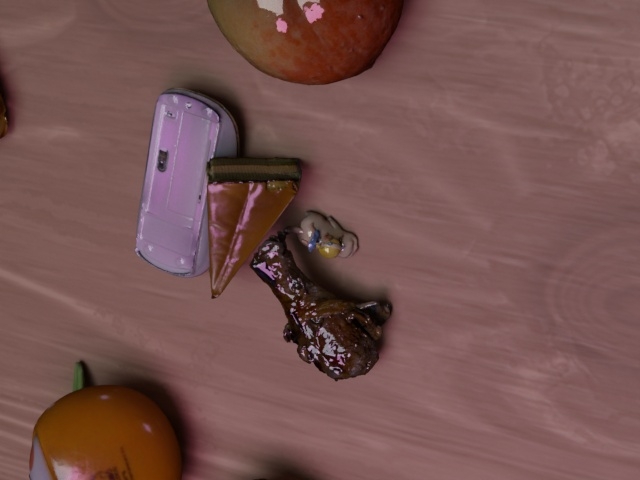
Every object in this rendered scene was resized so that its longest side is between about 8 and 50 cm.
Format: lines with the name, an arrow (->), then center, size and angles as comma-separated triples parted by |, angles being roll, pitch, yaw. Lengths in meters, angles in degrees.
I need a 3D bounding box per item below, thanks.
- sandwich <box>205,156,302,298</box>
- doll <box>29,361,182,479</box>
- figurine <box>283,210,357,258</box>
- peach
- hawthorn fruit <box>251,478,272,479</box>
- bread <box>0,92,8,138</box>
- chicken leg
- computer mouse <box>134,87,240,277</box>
sandwich -> -0.081, -0.014, 1.433 | 0.113, 0.079, 0.163 | -1, 116, -6
doll -> -0.295, 0.289, 1.588 | 0.236, 0.213, 0.214 | -152, 56, -66
figurine -> 0.000, 0.000, 1.421 | 0.083, 0.050, 0.047 | 22, 118, 21
peach -> -0.008, -0.270, 1.289 | 0.232, 0.232, 0.233 | 7, 106, 26
hawthorn fruit -> -0.073, 0.406, 1.501 | 0.179, 0.179, 0.200 | 41, 134, 13
bread -> -0.529, -0.222, 1.611 | 0.181, 0.096, 0.222 | -17, 93, 30
chicken leg -> -0.008, 0.084, 1.422 | 0.196, 0.080, 0.125 | 37, 121, 4
computer mouse -> -0.170, -0.072, 1.485 | 0.125, 0.056, 0.245 | 19, 114, 20
